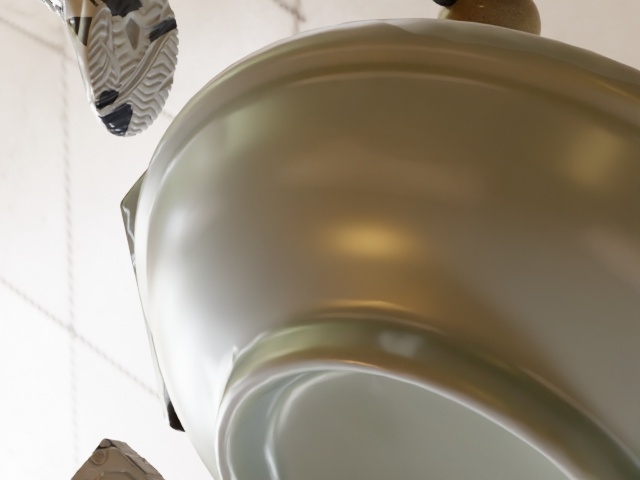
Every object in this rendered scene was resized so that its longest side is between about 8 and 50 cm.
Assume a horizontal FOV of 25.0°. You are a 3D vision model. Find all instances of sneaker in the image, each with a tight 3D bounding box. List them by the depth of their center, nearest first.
[{"bbox_3d":[-0.208,-0.213,1.315,0.153,0.094,0.235,10,116,60],"label":"sneaker"}]

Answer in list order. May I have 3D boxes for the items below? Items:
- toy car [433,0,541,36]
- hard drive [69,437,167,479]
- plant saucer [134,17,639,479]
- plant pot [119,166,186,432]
[{"bbox_3d":[0.142,-0.159,1.195,0.149,0.155,0.188,-98,-3,-50],"label":"toy car"},{"bbox_3d":[-0.173,0.400,1.493,0.339,0.064,0.237,40,91,20],"label":"hard drive"},{"bbox_3d":[0.067,0.099,0.632,0.400,0.100,0.400,21,138,21],"label":"plant saucer"},{"bbox_3d":[0.000,0.000,0.919,0.167,0.188,0.187,-56,40,43],"label":"plant pot"}]
